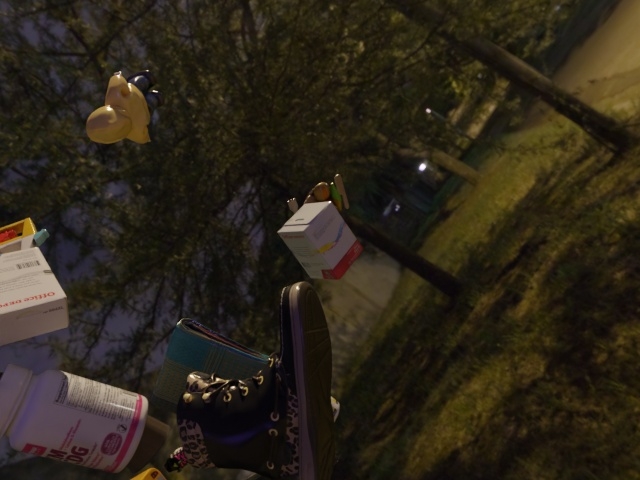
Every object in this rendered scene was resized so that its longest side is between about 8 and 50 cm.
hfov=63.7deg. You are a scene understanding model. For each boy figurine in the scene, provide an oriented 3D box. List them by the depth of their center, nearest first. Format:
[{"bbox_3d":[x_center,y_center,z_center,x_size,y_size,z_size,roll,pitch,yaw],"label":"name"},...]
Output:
[{"bbox_3d":[-0.463,-0.307,1.245,0.285,0.092,0.177,-82,-21,-52],"label":"boy figurine"}]

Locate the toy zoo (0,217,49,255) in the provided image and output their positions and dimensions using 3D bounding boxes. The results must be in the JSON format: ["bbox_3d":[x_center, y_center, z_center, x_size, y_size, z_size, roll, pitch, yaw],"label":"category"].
[{"bbox_3d":[-0.843,0.036,1.317,0.293,0.192,0.030,-22,-50,-11],"label":"toy zoo"}]

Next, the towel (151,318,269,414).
[{"bbox_3d":[-0.276,0.363,1.313,0.040,0.271,0.370,-71,7,-51],"label":"towel"}]

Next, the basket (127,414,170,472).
[{"bbox_3d":[-0.715,0.712,1.926,0.154,0.227,0.204,-8,37,55],"label":"basket"}]

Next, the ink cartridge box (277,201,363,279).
[{"bbox_3d":[0.000,0.000,1.399,0.128,0.176,0.127,0,42,52],"label":"ink cartridge box"}]

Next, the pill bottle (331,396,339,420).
[{"bbox_3d":[-0.045,0.437,1.414,0.103,0.184,0.103,-49,9,11],"label":"pill bottle"}]

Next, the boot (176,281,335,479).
[{"bbox_3d":[-0.124,0.271,0.965,0.138,0.284,0.377,-15,-80,-69],"label":"boot"}]

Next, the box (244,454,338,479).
[{"bbox_3d":[-0.178,0.632,1.220,0.318,0.097,0.395,-45,-18,31],"label":"box"}]

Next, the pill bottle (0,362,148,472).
[{"bbox_3d":[-0.513,0.356,1.041,0.160,0.283,0.160,-45,30,35],"label":"pill bottle"}]

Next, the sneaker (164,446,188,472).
[{"bbox_3d":[-0.406,0.643,1.521,0.170,0.063,0.075,-37,0,37],"label":"sneaker"}]

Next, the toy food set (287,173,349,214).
[{"bbox_3d":[0.007,-0.103,1.521,0.192,0.132,0.038,-31,27,-22],"label":"toy food set"}]

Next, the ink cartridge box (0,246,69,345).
[{"bbox_3d":[-0.632,0.112,1.070,0.148,0.203,0.086,-15,-50,-37],"label":"ink cartridge box"}]

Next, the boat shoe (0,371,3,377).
[{"bbox_3d":[-0.888,0.333,1.336,0.040,0.142,0.049,-64,1,-26],"label":"boat shoe"}]

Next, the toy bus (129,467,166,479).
[{"bbox_3d":[-0.484,0.662,1.184,0.332,0.130,0.108,-34,5,17],"label":"toy bus"}]
